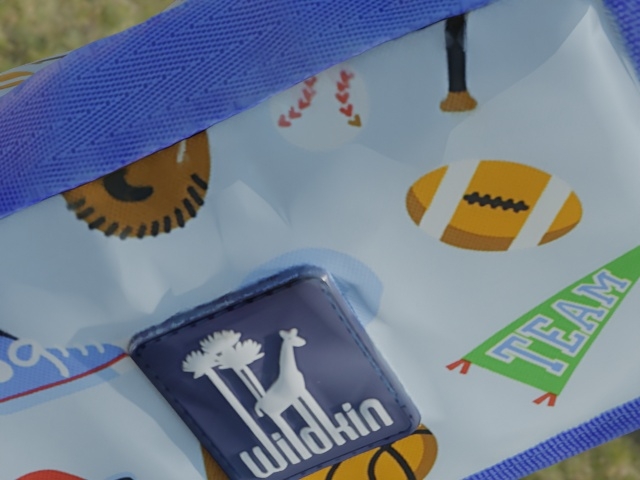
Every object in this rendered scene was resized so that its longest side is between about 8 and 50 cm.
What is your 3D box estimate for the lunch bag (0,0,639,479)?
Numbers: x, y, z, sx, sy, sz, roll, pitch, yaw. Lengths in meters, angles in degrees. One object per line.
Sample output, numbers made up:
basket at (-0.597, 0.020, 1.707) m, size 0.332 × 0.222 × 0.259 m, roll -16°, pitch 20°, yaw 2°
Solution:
lunch bag at (0.000, 0.000, 0.655) m, size 0.239 × 0.327 × 0.385 m, roll 70°, pitch 13°, yaw 15°
